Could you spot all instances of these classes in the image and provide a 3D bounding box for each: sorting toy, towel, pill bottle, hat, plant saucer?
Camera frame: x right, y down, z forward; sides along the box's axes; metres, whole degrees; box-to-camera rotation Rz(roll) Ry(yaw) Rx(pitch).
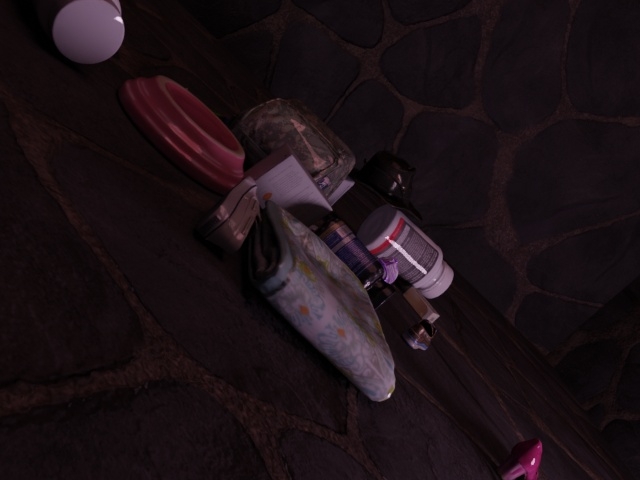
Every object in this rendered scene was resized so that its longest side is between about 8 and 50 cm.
[{"bbox_3d":[-0.279,-0.330,2.008,0.102,0.042,0.061,12,18,-49],"label":"sorting toy"},{"bbox_3d":[-0.001,0.094,1.357,0.320,0.090,0.374,44,12,-19],"label":"towel"},{"bbox_3d":[-0.491,-0.478,1.443,0.160,0.160,0.283,33,17,-47],"label":"pill bottle"},{"bbox_3d":[0.280,0.044,2.327,0.318,0.176,0.176,41,12,-22],"label":"pill bottle"},{"bbox_3d":[0.218,-0.198,2.252,0.331,0.134,0.331,31,11,-7],"label":"hat"},{"bbox_3d":[0.065,0.063,1.634,0.219,0.123,0.123,49,12,9],"label":"pill bottle"},{"bbox_3d":[-0.281,-0.240,1.563,0.332,0.084,0.332,44,11,-11],"label":"plant saucer"}]

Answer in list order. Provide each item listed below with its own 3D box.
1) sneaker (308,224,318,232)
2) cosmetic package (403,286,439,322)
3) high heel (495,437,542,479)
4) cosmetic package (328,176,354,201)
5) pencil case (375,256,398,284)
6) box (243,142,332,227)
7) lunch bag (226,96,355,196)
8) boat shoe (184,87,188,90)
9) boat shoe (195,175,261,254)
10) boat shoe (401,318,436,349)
[{"bbox_3d":[0.000,0.000,1.772,0.190,0.071,0.083,35,10,-43],"label":"sneaker"},{"bbox_3d":[0.311,0.200,2.236,0.115,0.041,0.060,52,14,31],"label":"cosmetic package"},{"bbox_3d":[0.477,0.490,1.635,0.244,0.117,0.082,30,19,-53],"label":"high heel"},{"bbox_3d":[-0.037,-0.213,2.188,0.224,0.138,0.224,48,10,9],"label":"cosmetic package"},{"bbox_3d":[0.165,0.087,1.999,0.086,0.088,0.206,49,13,8],"label":"pencil case"},{"bbox_3d":[-0.076,-0.111,1.654,0.170,0.130,0.091,53,7,-25],"label":"box"},{"bbox_3d":[-0.086,-0.225,1.931,0.305,0.212,0.256,47,28,9],"label":"lunch bag"},{"bbox_3d":[-0.354,-0.351,1.791,0.043,0.049,0.137,1,24,-5],"label":"boat shoe"},{"bbox_3d":[-0.150,-0.046,1.333,0.088,0.096,0.267,48,12,-10],"label":"boat shoe"},{"bbox_3d":[0.268,0.242,1.877,0.066,0.066,0.183,49,12,13],"label":"boat shoe"}]
